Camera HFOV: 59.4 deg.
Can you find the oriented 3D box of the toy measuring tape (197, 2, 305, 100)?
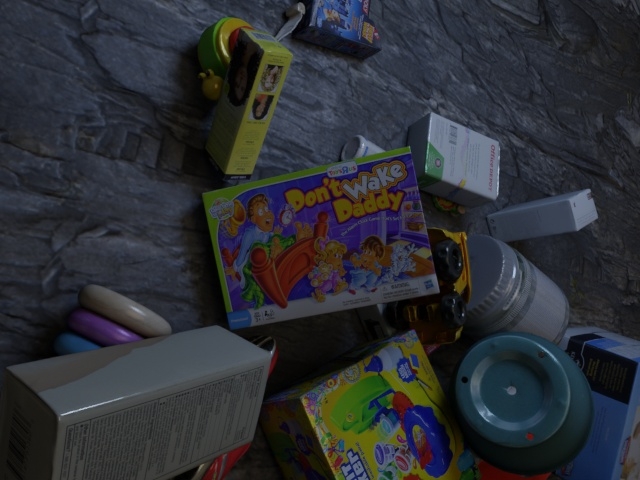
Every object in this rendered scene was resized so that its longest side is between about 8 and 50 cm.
[{"bbox_3d":[-0.130,-0.371,1.009,0.121,0.121,0.330,45,53,-24],"label":"toy measuring tape"}]

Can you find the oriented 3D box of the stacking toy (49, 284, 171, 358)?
[{"bbox_3d":[-0.338,0.232,0.752,0.141,0.141,0.330,36,68,-28],"label":"stacking toy"}]

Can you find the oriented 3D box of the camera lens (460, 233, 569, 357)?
[{"bbox_3d":[0.408,0.137,1.274,0.274,0.219,0.219,34,64,-29],"label":"camera lens"}]

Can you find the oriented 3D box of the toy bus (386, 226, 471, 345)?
[{"bbox_3d":[0.235,0.084,1.121,0.211,0.149,0.220,-3,86,-54],"label":"toy bus"}]

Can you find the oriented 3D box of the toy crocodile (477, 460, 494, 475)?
[{"bbox_3d":[0.370,0.500,1.272,0.341,0.105,0.115,-4,125,-36],"label":"toy crocodile"}]

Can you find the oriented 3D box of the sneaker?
[{"bbox_3d":[-0.148,0.286,0.921,0.279,0.107,0.118,-59,136,-24],"label":"sneaker"}]

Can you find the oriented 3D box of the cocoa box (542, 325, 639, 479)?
[{"bbox_3d":[0.691,0.413,1.389,0.231,0.228,0.347,3,99,-37],"label":"cocoa box"}]

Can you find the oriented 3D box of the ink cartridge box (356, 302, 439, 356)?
[{"bbox_3d":[0.160,0.171,1.170,0.127,0.072,0.175,-27,98,-37],"label":"ink cartridge box"}]

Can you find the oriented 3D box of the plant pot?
[{"bbox_3d":[0.354,0.286,1.023,0.255,0.272,0.271,41,56,-60],"label":"plant pot"}]

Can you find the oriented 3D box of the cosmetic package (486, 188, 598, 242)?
[{"bbox_3d":[0.550,-0.057,1.404,0.117,0.231,0.085,-21,96,-37],"label":"cosmetic package"}]

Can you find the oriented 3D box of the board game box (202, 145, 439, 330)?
[{"bbox_3d":[0.000,0.000,0.925,0.078,0.347,0.233,-16,94,-80],"label":"board game box"}]

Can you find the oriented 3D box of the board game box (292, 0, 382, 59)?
[{"bbox_3d":[0.048,-0.481,1.191,0.194,0.060,0.194,19,72,-35],"label":"board game box"}]

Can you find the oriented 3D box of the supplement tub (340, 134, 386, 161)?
[{"bbox_3d":[0.102,-0.169,1.179,0.107,0.071,0.071,26,68,-32],"label":"supplement tub"}]

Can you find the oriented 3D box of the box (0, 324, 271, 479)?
[{"bbox_3d":[-0.217,0.213,0.705,0.311,0.121,0.148,-1,108,-54],"label":"box"}]

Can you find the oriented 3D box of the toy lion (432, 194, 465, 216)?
[{"bbox_3d":[0.313,-0.111,1.361,0.096,0.034,0.100,33,64,-21],"label":"toy lion"}]

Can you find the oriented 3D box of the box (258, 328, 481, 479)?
[{"bbox_3d":[0.083,0.355,0.990,0.279,0.177,0.289,-22,85,-37],"label":"box"}]

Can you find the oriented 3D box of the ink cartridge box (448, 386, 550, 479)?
[{"bbox_3d":[0.400,0.420,1.227,0.275,0.239,0.060,-22,139,-41],"label":"ink cartridge box"}]

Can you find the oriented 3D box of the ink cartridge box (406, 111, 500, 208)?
[{"bbox_3d":[0.307,-0.181,1.303,0.212,0.093,0.154,15,72,-23],"label":"ink cartridge box"}]

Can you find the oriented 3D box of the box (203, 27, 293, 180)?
[{"bbox_3d":[-0.123,-0.216,0.917,0.058,0.087,0.232,-6,132,-38],"label":"box"}]
